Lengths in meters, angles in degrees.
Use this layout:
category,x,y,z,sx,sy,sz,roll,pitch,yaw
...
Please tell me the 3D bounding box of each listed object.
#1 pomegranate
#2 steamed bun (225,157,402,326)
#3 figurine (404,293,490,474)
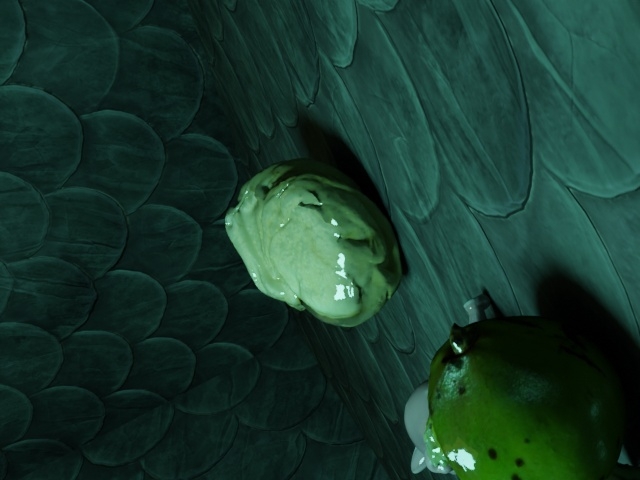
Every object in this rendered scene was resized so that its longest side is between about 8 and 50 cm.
category,x,y,z,sx,sy,sz,roll,pitch,yaw
pomegranate,0.279,0.234,1.061,0.341,0.260,0.260,34,174,-11
steamed bun,-0.003,-0.005,1.746,0.372,0.230,0.324,12,110,38
figurine,0.239,0.233,1.283,0.186,0.287,0.176,28,133,1
